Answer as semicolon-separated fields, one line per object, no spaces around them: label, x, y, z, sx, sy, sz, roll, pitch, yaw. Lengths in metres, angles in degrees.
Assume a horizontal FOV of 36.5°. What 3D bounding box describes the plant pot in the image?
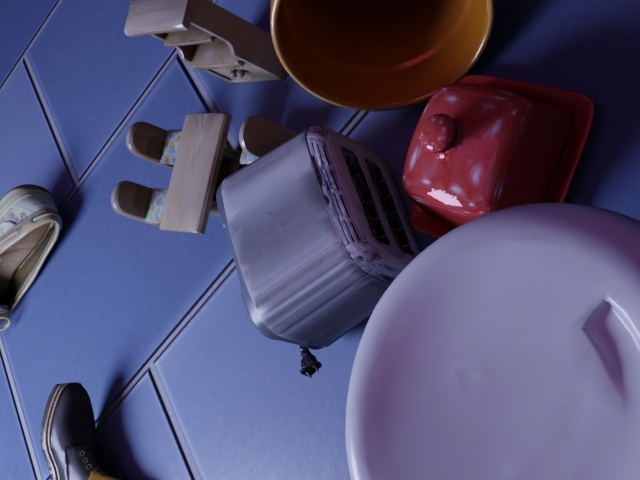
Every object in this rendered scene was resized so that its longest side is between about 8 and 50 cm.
plant pot;0.053;-0.264;0.940;0.205;0.205;0.188;-34;40;31

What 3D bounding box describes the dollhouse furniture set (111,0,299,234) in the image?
dollhouse furniture set;-0.146;-0.132;1.092;0.212;0.161;0.242;5;80;44

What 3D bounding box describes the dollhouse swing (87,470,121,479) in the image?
dollhouse swing;-0.025;0.359;0.718;0.346;0.305;0.315;4;79;43

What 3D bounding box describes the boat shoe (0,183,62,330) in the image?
boat shoe;-0.464;0.054;1.370;0.285;0.104;0.089;-56;44;13

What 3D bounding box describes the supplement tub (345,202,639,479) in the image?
supplement tub;0.192;0.121;0.580;0.228;0.316;0.229;-16;66;39

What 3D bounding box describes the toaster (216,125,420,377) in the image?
toaster;0.000;0.000;0.936;0.146;0.129;0.227;-35;55;27

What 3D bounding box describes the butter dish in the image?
butter dish;0.131;-0.077;0.844;0.159;0.118;0.160;22;91;44

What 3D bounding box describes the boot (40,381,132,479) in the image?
boot;-0.255;0.263;1.137;0.137;0.076;0.198;-10;83;36
